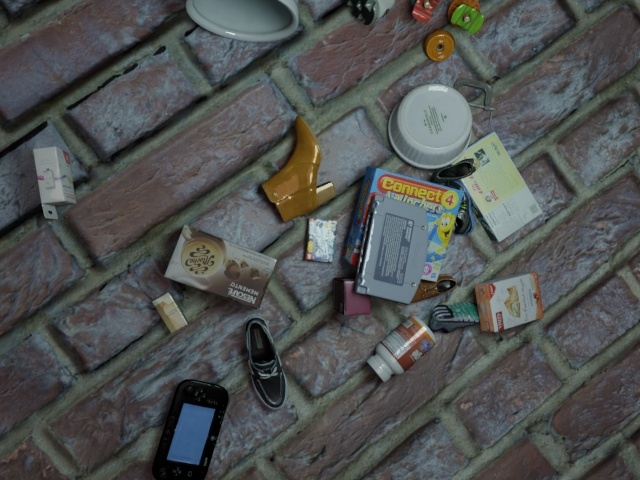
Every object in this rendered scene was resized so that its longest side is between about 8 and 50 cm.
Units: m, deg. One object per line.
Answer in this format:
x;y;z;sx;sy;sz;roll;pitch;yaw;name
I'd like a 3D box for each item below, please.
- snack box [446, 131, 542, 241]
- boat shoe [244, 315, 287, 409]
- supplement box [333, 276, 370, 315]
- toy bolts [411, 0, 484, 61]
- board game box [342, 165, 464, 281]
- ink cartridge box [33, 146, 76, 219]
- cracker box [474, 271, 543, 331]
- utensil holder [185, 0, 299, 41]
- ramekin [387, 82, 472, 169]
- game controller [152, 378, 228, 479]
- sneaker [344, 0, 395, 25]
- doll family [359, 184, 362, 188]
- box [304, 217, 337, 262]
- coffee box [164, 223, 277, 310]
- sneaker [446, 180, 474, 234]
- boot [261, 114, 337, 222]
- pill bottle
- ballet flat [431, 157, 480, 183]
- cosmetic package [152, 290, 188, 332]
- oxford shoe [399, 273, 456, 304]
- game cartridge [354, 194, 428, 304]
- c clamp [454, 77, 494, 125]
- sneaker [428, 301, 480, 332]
0.579;-0.178;1.735;0.187;0.060;0.322;-32;94;-6;snack box
-0.169;0.385;1.599;0.108;0.102;0.302;-12;91;-8;boat shoe
0.094;0.169;1.597;0.080;0.188;0.104;-1;89;-9;supplement box
0.386;-0.736;1.705;0.228;0.159;0.218;27;126;-17;toy bolts
0.258;-0.049;1.625;0.307;0.086;0.302;12;100;-16;board game box
-0.773;-0.165;1.515;0.067;0.115;0.199;-8;91;-8;ink cartridge box
0.621;0.199;1.699;0.232;0.067;0.156;-10;91;-27;cracker box
-0.211;-0.834;1.502;0.327;0.327;0.386;4;87;-8;utensil holder
0.356;-0.371;1.646;0.272;0.127;0.273;0;81;1;ramekin
-0.396;0.588;1.583;0.166;0.067;0.320;17;88;-7;game controller
0.113;-0.856;1.663;0.146;0.122;0.331;-37;93;-25;sneaker
0.219;-0.142;1.678;0.111;0.076;0.193;-35;105;-8;doll family
0.000;0.000;1.667;0.093;0.027;0.137;6;88;-9;box
-0.298;0.083;1.577;0.296;0.119;0.168;22;85;-7;coffee box
0.454;-0.109;1.713;0.078;0.067;0.188;-17;94;-14;sneaker
-0.092;-0.221;1.619;0.211;0.104;0.295;-23;97;-8;boot
0.256;0.349;1.652;0.216;0.121;0.121;-40;95;-6;pill bottle
0.440;-0.221;1.663;0.173;0.049;0.058;-21;97;-8;ballet flat
-0.461;0.220;1.591;0.060;0.041;0.115;-32;93;-8;cosmetic package
0.343;0.158;1.691;0.212;0.076;0.076;-19;94;-6;oxford shoe
0.217;0.030;1.518;0.195;0.060;0.295;15;80;-13;game cartridge
0.522;-0.478;1.751;0.160;0.022;0.137;16;87;-8;c clamp
0.455;0.263;1.719;0.223;0.083;0.098;4;128;-20;sneaker
